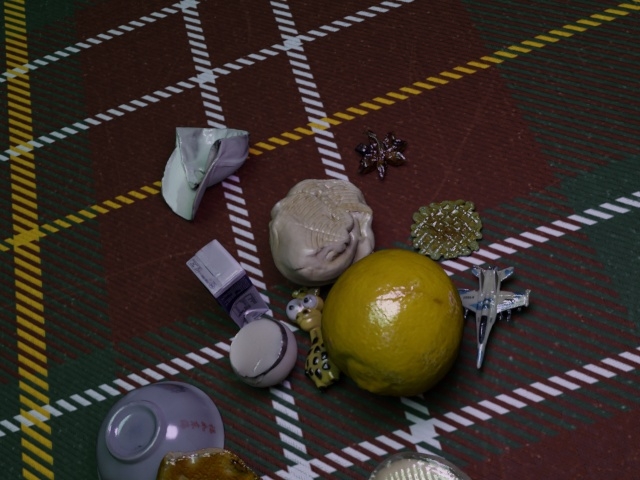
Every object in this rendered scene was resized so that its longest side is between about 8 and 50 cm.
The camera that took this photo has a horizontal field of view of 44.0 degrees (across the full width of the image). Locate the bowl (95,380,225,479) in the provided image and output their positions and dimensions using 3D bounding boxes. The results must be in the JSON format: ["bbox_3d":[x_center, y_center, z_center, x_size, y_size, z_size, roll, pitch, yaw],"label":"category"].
[{"bbox_3d":[-0.415,0.475,1.898,0.345,0.157,0.346,-8,58,12],"label":"bowl"}]

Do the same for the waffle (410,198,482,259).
[{"bbox_3d":[0.323,-0.028,2.037,0.183,0.036,0.169,-9,60,12],"label":"waffle"}]

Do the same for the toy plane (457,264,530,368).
[{"bbox_3d":[0.392,0.179,1.873,0.192,0.088,0.262,2,71,25],"label":"toy plane"}]

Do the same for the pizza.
[{"bbox_3d":[-0.230,0.557,1.795,0.296,0.071,0.189,0,98,-1],"label":"pizza"}]

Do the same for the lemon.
[{"bbox_3d":[0.166,0.183,1.792,0.347,0.348,0.348,-8,59,13],"label":"lemon"}]

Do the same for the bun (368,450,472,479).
[{"bbox_3d":[0.220,0.585,1.647,0.287,0.146,0.288,-11,66,25],"label":"bun"}]

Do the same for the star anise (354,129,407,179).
[{"bbox_3d":[0.167,-0.239,2.199,0.167,0.057,0.168,-4,68,10],"label":"star anise"}]

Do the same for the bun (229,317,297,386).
[{"bbox_3d":[-0.132,0.281,1.946,0.172,0.120,0.173,-14,55,20],"label":"bun"}]

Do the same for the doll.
[{"bbox_3d":[-0.013,0.232,1.959,0.117,0.086,0.291,-30,55,18],"label":"doll"}]

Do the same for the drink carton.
[{"bbox_3d":[-0.231,0.117,2.010,0.102,0.222,0.134,-42,57,-10],"label":"drink carton"}]

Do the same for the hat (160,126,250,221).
[{"bbox_3d":[-0.322,-0.195,2.287,0.257,0.168,0.302,21,92,50],"label":"hat"}]

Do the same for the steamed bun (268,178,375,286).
[{"bbox_3d":[-0.003,0.000,2.021,0.275,0.203,0.289,-2,45,-15],"label":"steamed bun"}]
